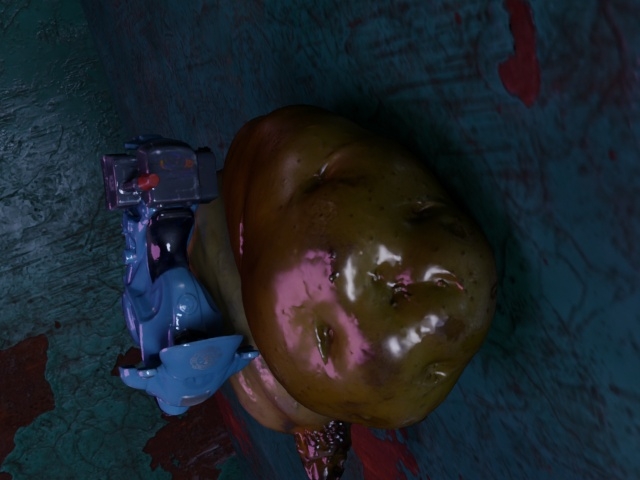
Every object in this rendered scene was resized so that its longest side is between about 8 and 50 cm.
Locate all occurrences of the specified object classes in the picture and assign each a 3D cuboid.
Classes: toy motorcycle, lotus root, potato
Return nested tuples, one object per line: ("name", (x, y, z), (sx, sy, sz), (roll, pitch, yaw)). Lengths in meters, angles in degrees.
("toy motorcycle", (-0.138, 0.035, 0.822), (0.182, 0.123, 0.272), (-1, 95, 63))
("lotus root", (-0.037, 0.080, 0.924), (0.343, 0.151, 0.169), (65, 148, 16))
("potato", (0.000, 0.000, 0.696), (0.195, 0.176, 0.369), (48, 180, -29))
